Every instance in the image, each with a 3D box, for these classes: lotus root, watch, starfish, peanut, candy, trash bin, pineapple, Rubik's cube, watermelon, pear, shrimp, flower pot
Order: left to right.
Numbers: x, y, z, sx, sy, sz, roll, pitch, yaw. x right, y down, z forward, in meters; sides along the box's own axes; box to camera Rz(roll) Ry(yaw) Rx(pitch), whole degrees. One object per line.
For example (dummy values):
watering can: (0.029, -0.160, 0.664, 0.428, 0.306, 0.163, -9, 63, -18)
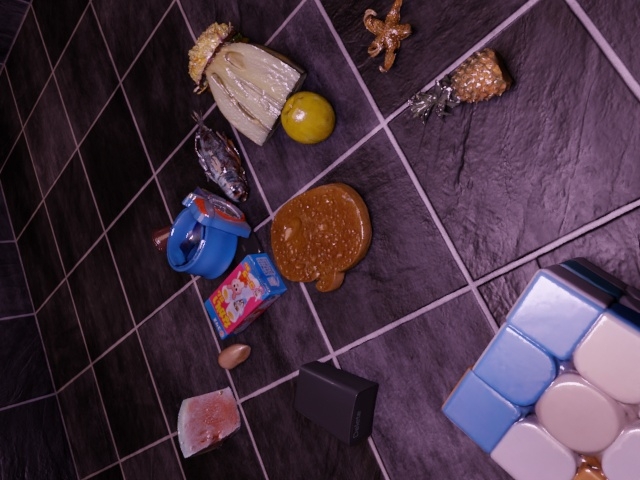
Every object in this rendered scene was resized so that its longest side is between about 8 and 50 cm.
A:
flower pot: (-0.602, -0.017, 1.864, 0.089, 0.111, 0.111, -24, 77, 21)
watch: (-0.415, -0.030, 1.598, 0.305, 0.241, 0.274, 42, 105, 45)
watermelon: (-0.400, 0.663, 1.691, 0.201, 0.262, 0.213, -19, 76, 9)
shrimp: (-0.370, -0.281, 1.629, 0.172, 0.137, 0.372, -34, 73, 17)
peanut: (-0.308, 0.409, 1.666, 0.152, 0.076, 0.076, -35, 72, 30)
candy: (-0.265, 0.194, 1.607, 0.306, 0.100, 0.157, -45, 68, 30)
lotus root: (-0.211, -0.479, 1.434, 0.260, 0.149, 0.267, 34, 122, -3)
pear: (-0.035, -0.357, 1.363, 0.149, 0.162, 0.148, -19, 62, 42)
trash bin: (0.039, 0.468, 1.377, 0.225, 0.115, 0.165, 14, 100, 38)
starfish: (0.183, -0.542, 1.230, 0.146, 0.074, 0.189, -8, 88, 39)
pineapple: (0.323, -0.356, 1.119, 0.251, 0.125, 0.125, -17, 82, 42)
Rubik's cube: (0.501, 0.265, 0.859, 0.347, 0.346, 0.344, 37, 115, 30)

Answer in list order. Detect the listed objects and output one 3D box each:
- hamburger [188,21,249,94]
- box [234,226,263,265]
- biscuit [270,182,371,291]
hamburger: (-0.352, -0.599, 1.552, 0.139, 0.243, 0.261, 33, 115, -8)
box: (-0.260, 0.026, 1.640, 0.125, 0.027, 0.126, -41, 67, 29)
biscuit: (0.001, 0.000, 1.412, 0.367, 0.063, 0.314, -22, 82, 36)
